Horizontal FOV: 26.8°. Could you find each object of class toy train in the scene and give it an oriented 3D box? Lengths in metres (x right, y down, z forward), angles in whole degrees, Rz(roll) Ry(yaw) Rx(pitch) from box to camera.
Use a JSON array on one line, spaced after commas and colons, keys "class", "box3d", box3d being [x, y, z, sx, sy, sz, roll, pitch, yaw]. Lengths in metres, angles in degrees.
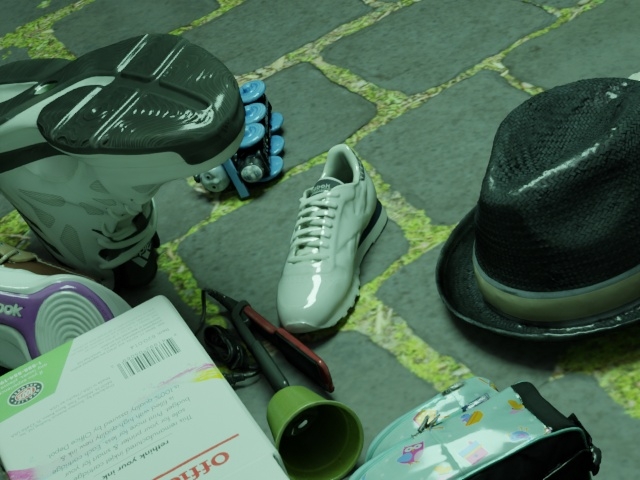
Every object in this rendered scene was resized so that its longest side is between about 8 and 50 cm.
[{"class": "toy train", "box3d": [-0.103, -0.123, 1.638, 0.105, 0.080, 0.184, -20, 36, 14]}]

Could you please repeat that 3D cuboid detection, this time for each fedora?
[{"class": "fedora", "box3d": [0.250, -0.054, 1.299, 0.334, 0.152, 0.334, -15, 31, 9]}]

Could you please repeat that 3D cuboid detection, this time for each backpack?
[{"class": "backpack", "box3d": [0.106, 0.207, 1.016, 0.188, 0.166, 0.144, -28, 35, -19]}]

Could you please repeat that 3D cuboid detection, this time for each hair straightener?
[{"class": "hair straightener", "box3d": [-0.078, 0.107, 1.336, 0.089, 0.047, 0.230, -30, 37, -17]}]

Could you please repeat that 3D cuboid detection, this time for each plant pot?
[{"class": "plant pot", "box3d": [-0.013, 0.169, 1.209, 0.083, 0.083, 0.079, -27, 23, -11]}]

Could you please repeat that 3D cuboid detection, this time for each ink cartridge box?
[{"class": "ink cartridge box", "box3d": [-0.148, 0.214, 1.162, 0.207, 0.119, 0.353, -27, 35, -12]}]

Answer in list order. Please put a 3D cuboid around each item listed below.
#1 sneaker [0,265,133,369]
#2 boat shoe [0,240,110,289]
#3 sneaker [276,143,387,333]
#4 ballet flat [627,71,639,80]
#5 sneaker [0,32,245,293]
[{"class": "sneaker", "box3d": [-0.303, 0.074, 1.364, 0.152, 0.305, 0.114, 168, 123, -82]}, {"class": "boat shoe", "box3d": [-0.377, 0.053, 1.484, 0.324, 0.116, 0.123, 2, 40, 27]}, {"class": "sneaker", "box3d": [0.000, 0.000, 1.407, 0.090, 0.095, 0.235, -2, 40, 20]}, {"class": "ballet flat", "box3d": [0.378, -0.157, 1.467, 0.203, 0.074, 0.074, -3, 38, 21]}, {"class": "sneaker", "box3d": [-0.194, -0.066, 1.421, 0.447, 0.257, 0.169, 6, 48, 46]}]
